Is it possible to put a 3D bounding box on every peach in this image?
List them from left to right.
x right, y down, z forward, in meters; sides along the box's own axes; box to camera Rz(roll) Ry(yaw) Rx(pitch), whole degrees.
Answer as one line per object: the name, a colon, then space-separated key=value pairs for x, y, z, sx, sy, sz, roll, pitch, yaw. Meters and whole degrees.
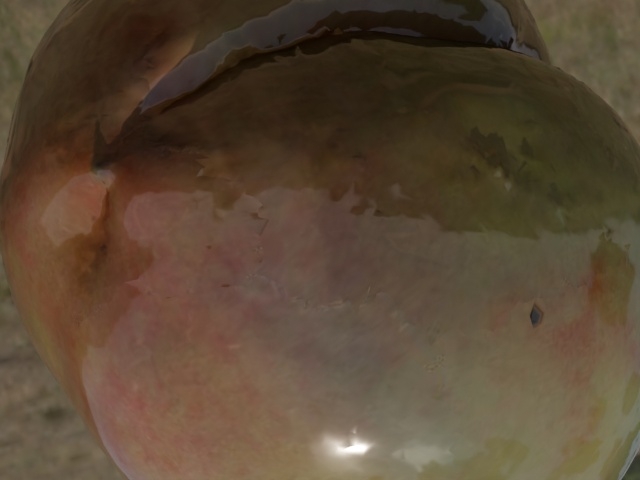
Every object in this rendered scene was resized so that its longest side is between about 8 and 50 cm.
peach: x=0.001 y=0.001 z=0.580 sx=0.247 sy=0.292 sz=0.292 roll=-41 pitch=156 yaw=31
